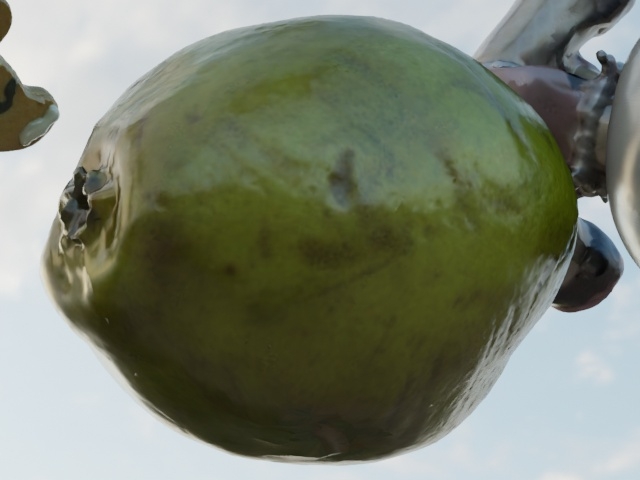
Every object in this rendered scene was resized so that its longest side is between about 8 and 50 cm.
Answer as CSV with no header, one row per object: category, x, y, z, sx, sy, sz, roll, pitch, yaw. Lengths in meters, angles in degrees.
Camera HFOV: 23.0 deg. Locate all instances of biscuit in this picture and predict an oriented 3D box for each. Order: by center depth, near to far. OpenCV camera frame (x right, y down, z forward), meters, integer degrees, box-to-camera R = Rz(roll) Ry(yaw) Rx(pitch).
biscuit,-0.305,-0.132,1.252,0.158,0.035,0.240,-39,-37,-9

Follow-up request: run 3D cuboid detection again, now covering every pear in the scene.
pear,0.000,0.000,0.875,0.269,0.269,0.321,-23,-23,37

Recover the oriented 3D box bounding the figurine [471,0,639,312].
figurine,0.242,-0.049,0.996,0.361,0.253,0.211,7,25,38
